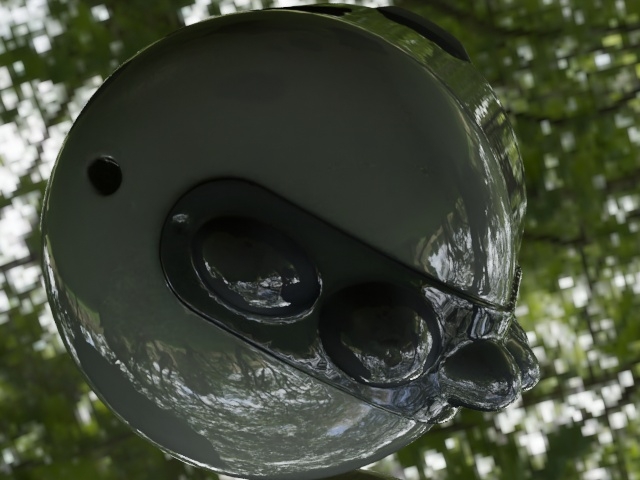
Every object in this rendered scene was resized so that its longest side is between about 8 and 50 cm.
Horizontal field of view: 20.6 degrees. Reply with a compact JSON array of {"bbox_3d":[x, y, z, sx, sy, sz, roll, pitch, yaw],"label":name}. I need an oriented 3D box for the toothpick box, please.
[{"bbox_3d":[0.000,0.000,0.814,0.229,0.229,0.316,-14,-174,8],"label":"toothpick box"}]

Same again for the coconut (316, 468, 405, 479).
[{"bbox_3d":[0.022,0.229,0.942,0.224,0.224,0.224,-15,-159,6],"label":"coconut"}]
